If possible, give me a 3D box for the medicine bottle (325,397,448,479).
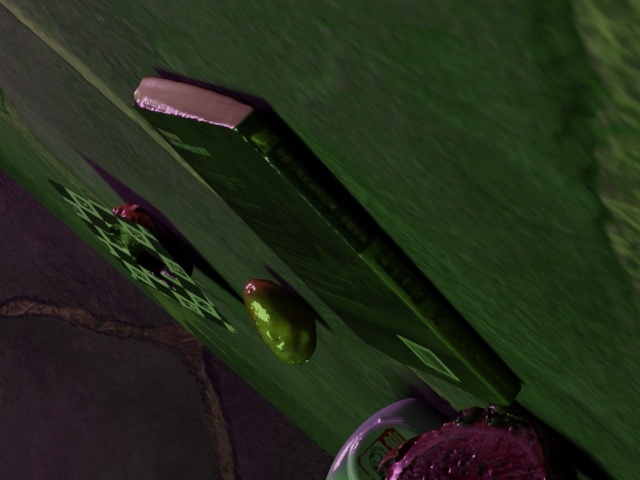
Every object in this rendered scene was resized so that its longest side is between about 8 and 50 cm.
[{"bbox_3d":[0.055,0.189,1.093,0.083,0.121,0.229,41,171,9],"label":"medicine bottle"}]

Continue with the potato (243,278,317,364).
[{"bbox_3d":[-0.030,0.066,1.123,0.092,0.046,0.045,61,176,-29],"label":"potato"}]

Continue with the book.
[{"bbox_3d":[0.000,0.000,0.750,0.228,0.024,0.160,46,169,-27],"label":"book"}]

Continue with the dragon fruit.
[{"bbox_3d":[0.095,0.144,0.823,0.147,0.096,0.102,-14,145,24],"label":"dragon fruit"}]

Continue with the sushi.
[{"bbox_3d":[-0.182,0.004,1.476,0.193,0.040,0.210,25,160,38],"label":"sushi"}]
